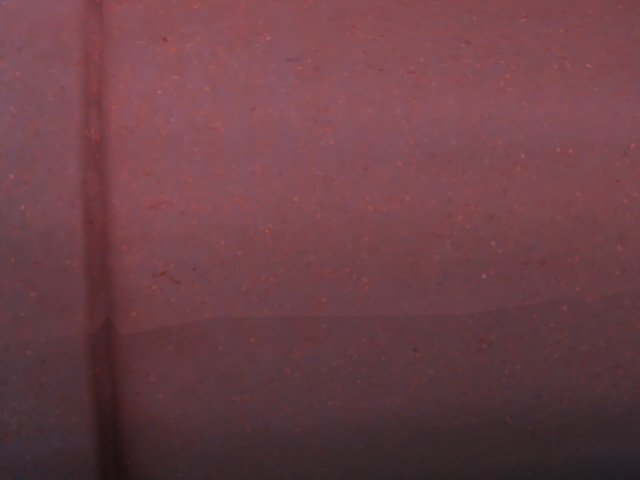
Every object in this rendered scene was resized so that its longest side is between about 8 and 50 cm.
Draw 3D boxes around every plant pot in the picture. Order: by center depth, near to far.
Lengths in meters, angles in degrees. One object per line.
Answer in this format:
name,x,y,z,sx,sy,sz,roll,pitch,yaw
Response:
plant pot,0.000,0.000,0.800,0.341,0.334,0.341,179,90,-89
